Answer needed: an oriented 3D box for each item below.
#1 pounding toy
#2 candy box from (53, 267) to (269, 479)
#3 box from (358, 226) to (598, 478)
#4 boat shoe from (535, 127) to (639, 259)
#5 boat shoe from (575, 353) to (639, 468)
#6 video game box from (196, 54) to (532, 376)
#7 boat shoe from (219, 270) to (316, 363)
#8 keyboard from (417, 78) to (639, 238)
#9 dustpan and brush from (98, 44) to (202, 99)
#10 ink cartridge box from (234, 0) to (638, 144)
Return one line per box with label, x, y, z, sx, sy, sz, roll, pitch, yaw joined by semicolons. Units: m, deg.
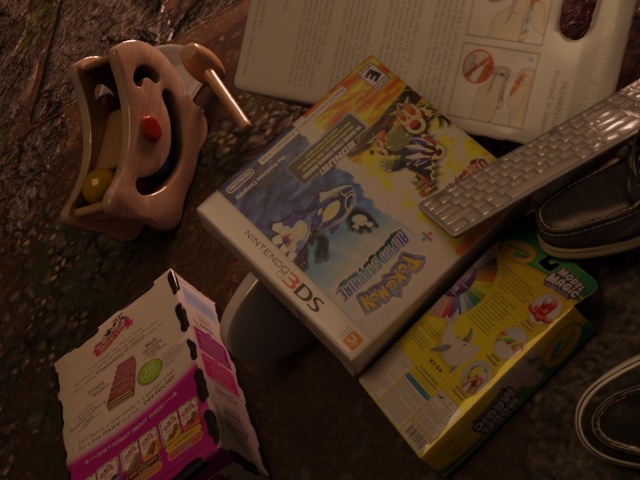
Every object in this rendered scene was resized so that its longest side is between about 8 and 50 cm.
pounding toy;-0.181;-0.135;1.185;0.155;0.154;0.269;-13;50;35
candy box;-0.150;0.158;0.973;0.159;0.071;0.233;-38;40;12
box;0.122;0.078;0.816;0.179;0.043;0.105;-46;38;4
boat shoe;0.252;-0.057;0.770;0.223;0.073;0.080;-21;40;18
boat shoe;0.248;0.095;0.641;0.219;0.070;0.077;-17;83;32
video game box;0.035;-0.025;0.885;0.205;0.048;0.187;-43;72;-12
boat shoe;0.000;0.000;0.968;0.258;0.095;0.084;-45;33;-14
keyboard;0.197;-0.076;0.831;0.256;0.014;0.072;-29;21;-5
dustpan and brush;-0.245;-0.194;1.368;0.211;0.060;0.147;16;69;48
ink cartridge box;0.118;-0.253;0.994;0.385;0.091;0.308;16;96;31
